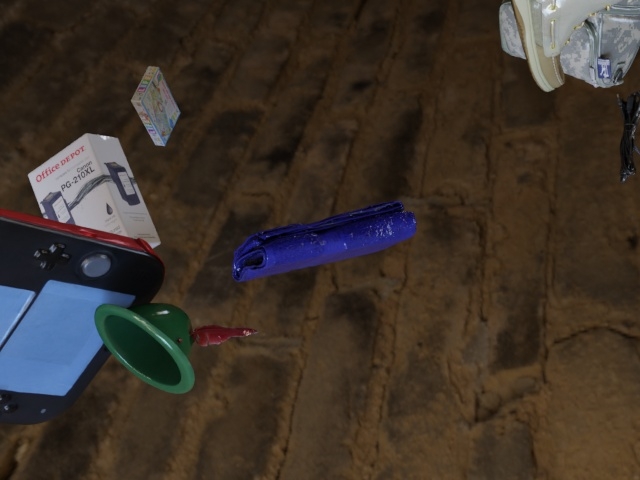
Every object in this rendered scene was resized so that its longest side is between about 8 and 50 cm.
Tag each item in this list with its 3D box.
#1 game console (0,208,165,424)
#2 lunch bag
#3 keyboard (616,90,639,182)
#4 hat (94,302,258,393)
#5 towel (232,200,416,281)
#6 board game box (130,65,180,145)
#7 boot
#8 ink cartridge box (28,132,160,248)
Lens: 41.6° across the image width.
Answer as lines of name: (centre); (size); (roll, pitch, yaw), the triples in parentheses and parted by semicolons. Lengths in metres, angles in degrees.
game console: (-0.440, 0.124, 1.200); (0.386, 0.342, 0.060); (-51, -128, 21)
lunch bag: (0.535, -0.480, 1.777); (0.212, 0.256, 0.305); (-13, -148, -35)
keyboard: (0.506, -0.105, 1.218); (0.033, 0.201, 0.317); (-43, -156, 53)
hat: (-0.205, 0.106, 1.240); (0.173, 0.208, 0.183); (30, -125, 12)
towel: (0.000, 0.000, 1.554); (0.308, 0.076, 0.227); (-11, 174, -22)
board game box: (-0.371, -0.303, 1.910); (0.026, 0.154, 0.103); (9, -121, 18)
boot: (0.316, -0.277, 1.000); (0.165, 0.213, 0.077); (-14, -132, 17)
ink cartridge box: (-0.437, -0.062, 1.624); (0.172, 0.237, 0.100); (-29, 168, 22)
